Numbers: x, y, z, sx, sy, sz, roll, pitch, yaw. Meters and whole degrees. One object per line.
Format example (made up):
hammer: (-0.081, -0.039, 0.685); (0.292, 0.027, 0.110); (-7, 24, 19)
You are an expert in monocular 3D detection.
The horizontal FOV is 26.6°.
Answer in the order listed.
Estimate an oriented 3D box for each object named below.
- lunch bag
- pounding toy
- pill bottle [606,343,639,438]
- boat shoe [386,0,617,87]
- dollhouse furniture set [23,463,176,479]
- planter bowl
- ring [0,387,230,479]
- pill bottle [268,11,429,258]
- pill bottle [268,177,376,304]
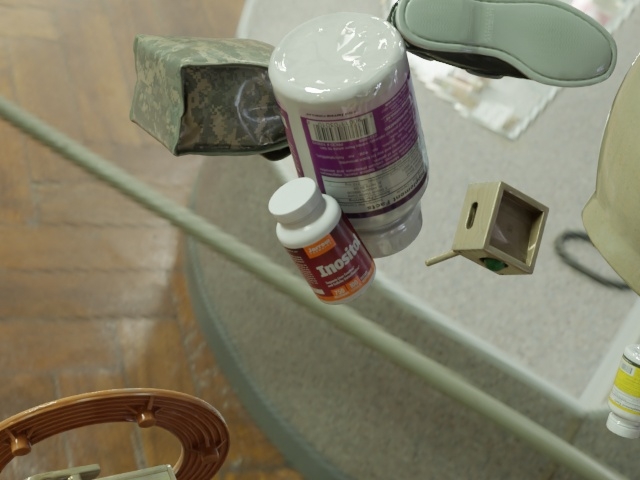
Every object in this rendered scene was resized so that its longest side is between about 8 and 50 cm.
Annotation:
lunch bag: (-0.123, -0.222, 2.080); (0.287, 0.169, 0.235); (-3, 20, -25)
pounding toy: (0.251, -0.006, 2.045); (0.130, 0.100, 0.141); (26, 73, -33)
pill bottle: (0.423, 0.204, 1.820); (0.065, 0.116, 0.065); (13, 18, -4)
boat shoe: (0.235, -0.267, 1.767); (0.302, 0.114, 0.091); (16, -3, -10)
dollhouse furniture set: (-0.255, 0.331, 1.354); (0.161, 0.242, 0.212); (-4, 59, -43)
planter bowl: (0.191, -0.019, 0.624); (0.162, 0.109, 0.162); (33, 24, -16)
ring: (-0.266, 0.276, 1.583); (0.336, 0.336, 0.032); (-2, 52, -25)
pill bottle: (0.046, -0.122, 1.702); (0.169, 0.301, 0.169); (-8, 46, 8)
pill bottle: (0.000, 0.000, 1.656); (0.086, 0.152, 0.086); (-23, 34, 17)
